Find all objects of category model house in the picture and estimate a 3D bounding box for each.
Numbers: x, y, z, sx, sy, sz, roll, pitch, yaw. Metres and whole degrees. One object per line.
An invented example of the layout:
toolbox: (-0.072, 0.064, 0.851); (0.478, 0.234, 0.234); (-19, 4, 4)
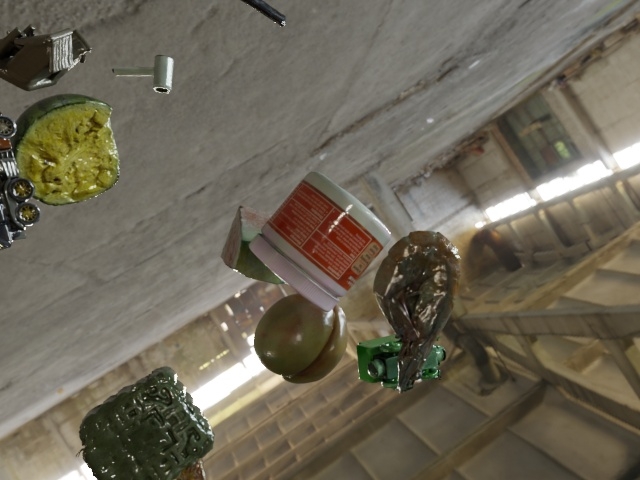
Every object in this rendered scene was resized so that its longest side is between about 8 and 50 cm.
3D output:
model house: (-0.638, -0.431, 1.270); (0.188, 0.122, 0.229); (-24, -164, 17)

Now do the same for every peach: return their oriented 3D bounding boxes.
peach: (-0.055, 0.295, 1.696); (0.292, 0.292, 0.247); (-32, -155, -17)

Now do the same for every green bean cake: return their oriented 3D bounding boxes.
green bean cake: (-0.357, 0.403, 1.142); (0.227, 0.222, 0.125); (-35, -174, -11)

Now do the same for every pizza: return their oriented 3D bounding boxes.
pizza: (-0.365, 0.620, 1.513); (0.052, 0.195, 0.185); (27, 99, -51)

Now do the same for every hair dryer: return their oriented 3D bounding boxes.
hair dryer: (-0.688, -0.640, 2.123); (0.237, 0.131, 0.073); (3, 172, 1)

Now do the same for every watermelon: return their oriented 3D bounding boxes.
watermelon: (-0.168, 0.036, 1.516); (0.310, 0.232, 0.193); (-11, 134, -50)
watermelon: (-0.716, -0.265, 1.528); (0.331, 0.189, 0.330); (-33, 144, -28)

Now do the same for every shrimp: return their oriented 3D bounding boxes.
shrimp: (0.170, 0.132, 1.051); (0.062, 0.164, 0.316); (-178, -77, -85)

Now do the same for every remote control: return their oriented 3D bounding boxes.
remote control: (-0.101, -0.410, 0.967); (0.014, 0.096, 0.039); (-49, -161, 36)

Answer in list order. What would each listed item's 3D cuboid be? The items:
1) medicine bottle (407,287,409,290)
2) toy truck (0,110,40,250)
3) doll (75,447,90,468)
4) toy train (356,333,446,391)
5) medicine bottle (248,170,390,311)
medicine bottle: (0.300, 0.105, 1.501); (0.119, 0.094, 0.188); (150, -46, -80)
toy truck: (-0.459, -0.081, 0.761); (0.092, 0.192, 0.083); (-18, -173, -43)
doll: (-0.638, 0.649, 1.703); (0.115, 0.105, 0.221); (0, 164, 24)
toy train: (0.217, 0.325, 1.530); (0.243, 0.132, 0.188); (-6, -179, -31)
medicine bottle: (0.000, 0.000, 1.298); (0.241, 0.252, 0.252); (-49, 178, 0)
